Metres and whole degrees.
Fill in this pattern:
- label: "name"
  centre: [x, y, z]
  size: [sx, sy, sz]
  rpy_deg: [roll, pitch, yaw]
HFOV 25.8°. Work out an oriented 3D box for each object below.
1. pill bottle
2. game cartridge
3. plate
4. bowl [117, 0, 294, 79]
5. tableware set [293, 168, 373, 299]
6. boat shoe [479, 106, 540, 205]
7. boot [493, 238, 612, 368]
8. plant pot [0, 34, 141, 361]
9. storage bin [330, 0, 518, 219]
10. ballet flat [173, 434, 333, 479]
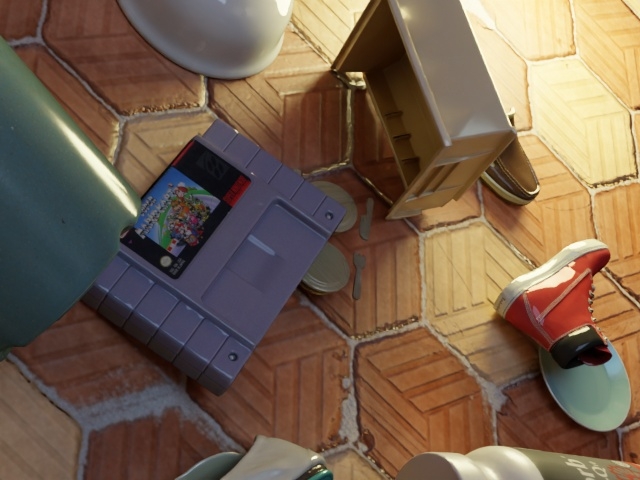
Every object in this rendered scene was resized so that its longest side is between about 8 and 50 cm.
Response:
- label: "pill bottle"
  centre: [0.275, 0.376, 1.799]
  size: [0.363, 0.210, 0.210]
  rpy_deg: [12, 58, -33]
- label: "game cartridge"
  centre: [-0.132, 0.008, 1.783]
  size: [0.230, 0.068, 0.355]
  rpy_deg: [38, 46, -5]
- label: "plate"
  centre: [0.399, 0.206, 2.132]
  size: [0.188, 0.024, 0.188]
  rpy_deg: [20, 52, -29]
- label: "bowl"
  centre: [-0.144, -0.389, 1.989]
  size: [0.298, 0.134, 0.297]
  rpy_deg: [19, 54, -28]
- label: "tableware set"
  centre: [0.000, 0.000, 1.931]
  size: [0.128, 0.039, 0.194]
  rpy_deg: [21, 48, -14]
- label: "boat shoe"
  centre: [0.271, -0.172, 2.210]
  size: [0.257, 0.095, 0.095]
  rpy_deg: [50, 45, -2]
- label: "boot"
  centre: [0.400, 0.103, 2.114]
  size: [0.244, 0.088, 0.176]
  rpy_deg: [-29, 61, -38]
- label: "plant pot"
  centre: [-0.391, -0.067, 1.480]
  size: [0.334, 0.341, 0.341]
  rpy_deg: [45, 45, -18]
- label: "storage bin"
  centre: [0.139, -0.201, 2.016]
  size: [0.123, 0.260, 0.262]
  rpy_deg: [-12, 71, -24]
- label: "ballet flat"
  centre: [-0.139, 0.325, 1.560]
  size: [0.139, 0.139, 0.400]
  rpy_deg: [57, 37, 5]
